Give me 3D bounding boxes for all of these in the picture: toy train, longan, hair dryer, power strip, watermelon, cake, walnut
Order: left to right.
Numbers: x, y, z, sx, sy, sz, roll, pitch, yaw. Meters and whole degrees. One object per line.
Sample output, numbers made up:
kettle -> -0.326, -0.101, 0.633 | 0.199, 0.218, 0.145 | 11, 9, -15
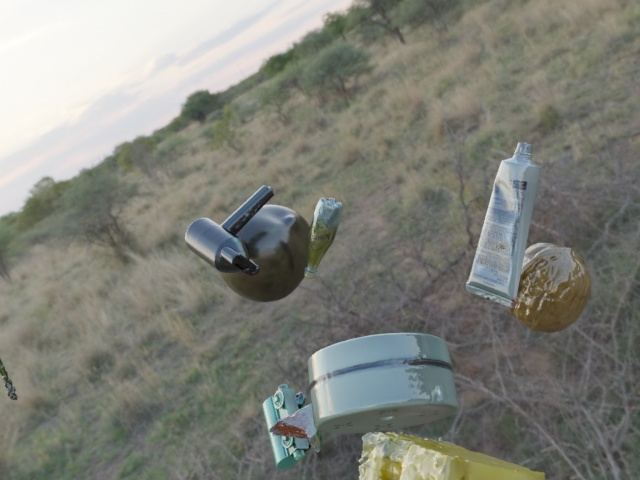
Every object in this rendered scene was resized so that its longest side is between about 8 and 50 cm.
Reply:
hair dryer -> -0.218, -0.040, 1.877 | 0.244, 0.116, 0.302 | 29, 70, 40
longan -> -0.185, 0.038, 2.173 | 0.361, 0.360, 0.361 | -28, 15, 8
toy train -> -0.105, 0.562, 1.942 | 0.159, 0.101, 0.248 | -49, 40, 30
watermelon -> -0.057, 0.496, 1.794 | 0.159, 0.097, 0.121 | 12, 58, 21
power strip -> 0.132, 0.339, 1.495 | 0.358, 0.161, 0.357 | -6, -25, -3
cake -> 0.188, 0.410, 0.907 | 0.286, 0.228, 0.222 | -2, 72, 57
walnut -> 0.534, 0.107, 1.512 | 0.213, 0.213, 0.213 | -28, 15, 8

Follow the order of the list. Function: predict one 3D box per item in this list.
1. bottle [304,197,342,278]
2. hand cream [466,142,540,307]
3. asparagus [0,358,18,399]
bottle -> 0.000, 0.000, 1.980 | 0.083, 0.269, 0.083 | 13, 26, -6
hand cream -> 0.394, -0.036, 1.353 | 0.078, 0.340, 0.124 | -2, 16, -43
asparagus -> -0.789, 0.275, 1.562 | 0.025, 0.248, 0.025 | -17, 8, 21
